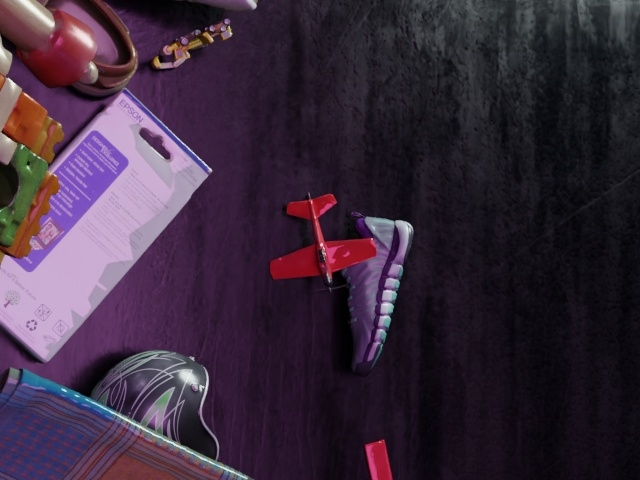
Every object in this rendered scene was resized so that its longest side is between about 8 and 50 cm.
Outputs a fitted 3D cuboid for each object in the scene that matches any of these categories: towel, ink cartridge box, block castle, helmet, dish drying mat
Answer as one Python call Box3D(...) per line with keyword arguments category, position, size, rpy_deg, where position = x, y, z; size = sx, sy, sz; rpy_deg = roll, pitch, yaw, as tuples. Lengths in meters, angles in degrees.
Box3D(category="towel", position=(-0.271, 0.313, 1.661), size=(0.370, 0.271, 0.040), rpy_deg=(30, 32, -18))
Box3D(category="ink cartridge box", position=(-0.305, -0.020, 1.751), size=(0.165, 0.065, 0.333), rpy_deg=(45, 73, -13))
Box3D(category="block castle", position=(-0.460, -0.087, 1.560), size=(0.213, 0.303, 0.453), rpy_deg=(40, 69, -50))
Box3D(category="helmet", position=(-0.213, 0.222, 1.718), size=(0.169, 0.169, 0.162), rpy_deg=(-24, 112, -22))
Box3D(category="dish drying mat", position=(0.084, 0.322, 1.915), size=(0.032, 0.008, 0.083), rpy_deg=(-11, 91, -22))

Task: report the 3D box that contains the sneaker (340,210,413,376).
Box3D(category="sneaker", position=(0.057, 0.073, 1.900), size=(0.098, 0.083, 0.224), rpy_deg=(15, 78, 3))

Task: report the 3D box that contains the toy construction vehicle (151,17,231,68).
Box3D(category="toy construction vehicle", position=(-0.170, -0.255, 1.813), size=(0.098, 0.086, 0.035), rpy_deg=(-29, 104, -23))

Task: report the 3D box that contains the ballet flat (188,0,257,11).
Box3D(category="ballet flat", position=(-0.259, -0.412, 1.778), size=(0.400, 0.139, 0.139), rpy_deg=(44, 72, -9))

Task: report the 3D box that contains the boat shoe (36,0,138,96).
Box3D(category="boat shoe", position=(-0.356, -0.312, 1.720), size=(0.324, 0.120, 0.123), rpy_deg=(37, 73, -16))

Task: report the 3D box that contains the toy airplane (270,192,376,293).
Box3D(category="toy airplane", position=(0.000, 0.000, 1.872), size=(0.151, 0.028, 0.151), rpy_deg=(-2, 73, 5))
